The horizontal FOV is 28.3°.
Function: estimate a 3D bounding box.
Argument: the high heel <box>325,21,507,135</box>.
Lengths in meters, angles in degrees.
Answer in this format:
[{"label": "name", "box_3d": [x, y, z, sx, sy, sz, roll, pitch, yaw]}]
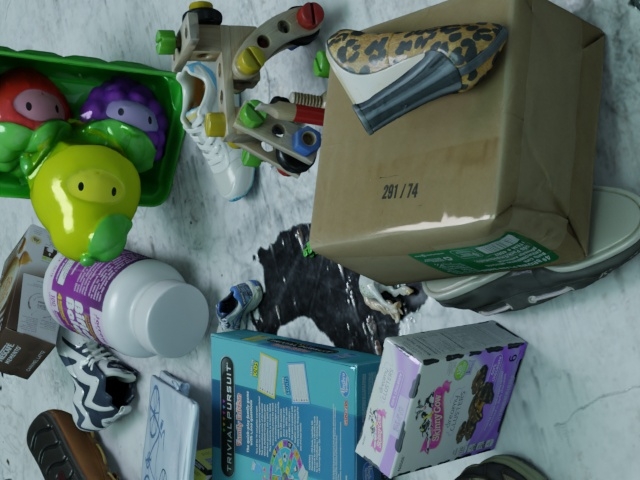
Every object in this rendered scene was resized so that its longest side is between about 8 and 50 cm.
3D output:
[{"label": "high heel", "box_3d": [0.108, -0.220, 1.466, 0.186, 0.093, 0.261, -30, 29, 5]}]

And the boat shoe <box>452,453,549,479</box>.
[{"label": "boat shoe", "box_3d": [0.283, 0.393, 1.526, 0.355, 0.130, 0.132, 33, 118, 42]}]

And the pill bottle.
[{"label": "pill bottle", "box_3d": [-0.327, 0.104, 2.150, 0.301, 0.169, 0.169, 15, 105, 47]}]

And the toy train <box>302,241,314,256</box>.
[{"label": "toy train", "box_3d": [0.000, 0.000, 1.888, 0.083, 0.017, 0.024, -36, 58, 44]}]

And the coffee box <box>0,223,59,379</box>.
[{"label": "coffee box", "box_3d": [-0.542, 0.113, 2.365, 0.141, 0.098, 0.246, -47, 30, 41]}]

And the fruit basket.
[{"label": "fruit basket", "box_3d": [-0.388, -0.146, 2.043, 0.392, 0.392, 0.283, 36, 119, 40]}]

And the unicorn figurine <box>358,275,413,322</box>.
[{"label": "unicorn figurine", "box_3d": [0.080, 0.029, 1.767, 0.111, 0.060, 0.162, 27, 113, 43]}]

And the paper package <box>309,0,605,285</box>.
[{"label": "paper package", "box_3d": [0.157, -0.117, 1.530, 0.325, 0.168, 0.309, -10, 68, 48]}]

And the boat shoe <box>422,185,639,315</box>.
[{"label": "boat shoe", "box_3d": [0.274, 0.018, 1.544, 0.335, 0.095, 0.112, -19, 54, 44]}]

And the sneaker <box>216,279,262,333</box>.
[{"label": "sneaker", "box_3d": [-0.146, 0.116, 2.032, 0.052, 0.058, 0.135, 50, 129, 32]}]

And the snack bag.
[{"label": "snack bag", "box_3d": [-0.245, 0.387, 2.069, 0.342, 0.037, 0.323, -179, 95, -72]}]

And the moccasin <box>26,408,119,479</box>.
[{"label": "moccasin", "box_3d": [-0.414, 0.476, 2.324, 0.139, 0.147, 0.380, -54, 51, 19]}]

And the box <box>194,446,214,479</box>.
[{"label": "box", "box_3d": [-0.192, 0.452, 2.099, 0.058, 0.087, 0.232, 34, 117, 41]}]

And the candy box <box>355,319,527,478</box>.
[{"label": "candy box", "box_3d": [0.153, 0.197, 1.602, 0.070, 0.196, 0.165, 33, 118, 42]}]

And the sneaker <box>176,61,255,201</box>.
[{"label": "sneaker", "box_3d": [-0.169, -0.170, 2.002, 0.087, 0.092, 0.229, -21, 80, 46]}]

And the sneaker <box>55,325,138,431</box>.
[{"label": "sneaker", "box_3d": [-0.394, 0.220, 2.301, 0.153, 0.094, 0.235, -21, 71, 39]}]

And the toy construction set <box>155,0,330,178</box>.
[{"label": "toy construction set", "box_3d": [-0.104, -0.215, 1.756, 0.309, 0.237, 0.257, -147, 66, -67]}]

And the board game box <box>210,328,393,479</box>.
[{"label": "board game box", "box_3d": [-0.033, 0.281, 1.907, 0.336, 0.079, 0.254, 7, 99, 48]}]
